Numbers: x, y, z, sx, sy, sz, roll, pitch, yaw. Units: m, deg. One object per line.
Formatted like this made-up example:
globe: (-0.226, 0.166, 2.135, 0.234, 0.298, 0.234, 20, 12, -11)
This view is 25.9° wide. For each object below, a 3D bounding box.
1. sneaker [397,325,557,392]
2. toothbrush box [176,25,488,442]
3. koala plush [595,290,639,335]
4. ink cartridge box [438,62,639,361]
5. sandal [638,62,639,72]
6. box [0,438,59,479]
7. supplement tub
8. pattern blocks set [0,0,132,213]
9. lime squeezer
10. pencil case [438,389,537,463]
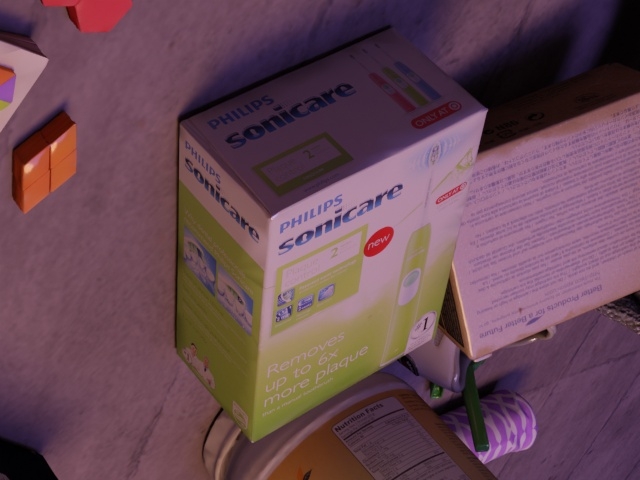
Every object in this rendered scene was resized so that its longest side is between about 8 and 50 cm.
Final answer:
sneaker: (0.212, 0.025, 1.391, 0.330, 0.146, 0.122, -42, 149, -5)
toothbrush box: (0.000, 0.000, 1.119, 0.206, 0.122, 0.283, -27, 145, -28)
koala plush: (0.455, 0.017, 1.657, 0.196, 0.203, 0.221, 8, 111, -55)
ink cartridge box: (0.201, -0.028, 1.246, 0.234, 0.088, 0.193, -21, 116, -15)
sandal: (0.375, -0.191, 1.288, 0.167, 0.107, 0.446, -32, 139, -41)
box: (-0.338, 0.289, 1.015, 0.294, 0.183, 0.296, -44, 150, 2)
supplement tub: (0.054, 0.269, 1.329, 0.228, 0.316, 0.228, -31, 148, -22)
pattern blocks set: (-0.251, -0.061, 0.826, 0.285, 0.026, 0.325, -6, 134, -47)
lime squeezer: (0.136, 0.135, 1.455, 0.310, 0.059, 0.110, -140, -116, -85)
pencil case: (0.172, 0.249, 1.681, 0.206, 0.086, 0.088, -19, 114, -36)
